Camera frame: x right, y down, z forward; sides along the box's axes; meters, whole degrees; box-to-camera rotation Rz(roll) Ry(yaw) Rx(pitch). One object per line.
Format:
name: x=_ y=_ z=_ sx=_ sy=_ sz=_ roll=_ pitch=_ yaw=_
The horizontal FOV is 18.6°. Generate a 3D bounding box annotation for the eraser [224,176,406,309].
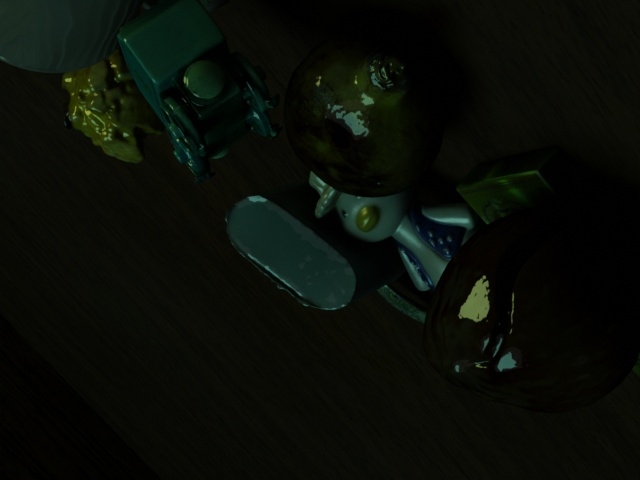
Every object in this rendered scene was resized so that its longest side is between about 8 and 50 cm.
eraser: x=0.000 y=0.000 z=2.284 sx=0.174 sy=0.081 sz=0.227 roll=39 pitch=-162 yaw=10

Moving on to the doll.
doll: x=0.104 y=-0.018 z=2.179 sx=0.293 sy=0.119 sz=0.138 roll=38 pitch=136 yaw=5

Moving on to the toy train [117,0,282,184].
toy train: x=-0.129 y=-0.162 z=2.005 sx=0.163 sy=0.112 sz=0.203 roll=53 pitch=170 yaw=11

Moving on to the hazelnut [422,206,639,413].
hazelnut: x=0.213 y=0.083 z=1.947 sx=0.218 sy=0.218 sz=0.234 roll=41 pitch=158 yaw=-6

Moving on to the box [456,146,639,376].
box: x=0.294 y=0.031 z=2.055 sx=0.311 sy=0.043 sz=0.173 roll=45 pitch=160 yaw=-15

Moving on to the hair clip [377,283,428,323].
hair clip: x=0.092 y=0.056 z=2.480 sx=0.229 sy=0.036 sz=0.066 roll=41 pitch=167 yaw=-5

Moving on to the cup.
cup: x=-0.252 y=-0.293 z=2.071 sx=0.288 sy=0.208 sz=0.273 roll=41 pitch=159 yaw=-3

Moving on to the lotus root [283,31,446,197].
lotus root: x=0.044 y=-0.128 z=1.991 sx=0.169 sy=0.141 sz=0.314 roll=32 pitch=167 yaw=5

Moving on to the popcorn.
popcorn: x=-0.250 y=-0.174 z=2.421 sx=0.152 sy=0.148 sz=0.167 roll=-11 pitch=144 yaw=3
